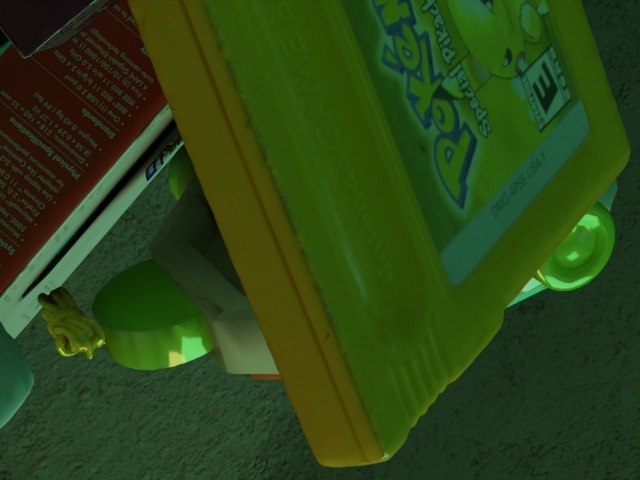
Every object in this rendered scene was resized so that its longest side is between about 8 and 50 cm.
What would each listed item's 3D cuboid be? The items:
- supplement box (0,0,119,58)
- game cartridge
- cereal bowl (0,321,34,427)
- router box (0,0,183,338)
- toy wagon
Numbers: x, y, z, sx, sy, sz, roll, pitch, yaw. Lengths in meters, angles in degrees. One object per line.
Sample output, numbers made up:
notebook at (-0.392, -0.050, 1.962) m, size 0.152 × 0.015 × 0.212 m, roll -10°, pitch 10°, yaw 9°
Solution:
supplement box at (-0.112, -0.110, 0.796) m, size 0.043 × 0.055 × 0.083 m, roll -37°, pitch -174°, yaw 10°
game cartridge at (0.037, -0.095, 0.921) m, size 0.052 × 0.285 × 0.324 m, roll -11°, pitch -160°, yaw 31°
cereal bowl at (-0.232, 0.079, 0.415) m, size 0.339 × 0.141 × 0.339 m, roll -36°, pitch -174°, yaw 4°
router box at (-0.149, -0.050, 1.135) m, size 0.301 × 0.082 × 0.335 m, roll -50°, pitch -178°, yaw -6°
toy wagon at (0.000, 0.000, 1.172) m, size 0.344 × 0.068 × 0.267 m, roll -25°, pitch -149°, yaw -16°
